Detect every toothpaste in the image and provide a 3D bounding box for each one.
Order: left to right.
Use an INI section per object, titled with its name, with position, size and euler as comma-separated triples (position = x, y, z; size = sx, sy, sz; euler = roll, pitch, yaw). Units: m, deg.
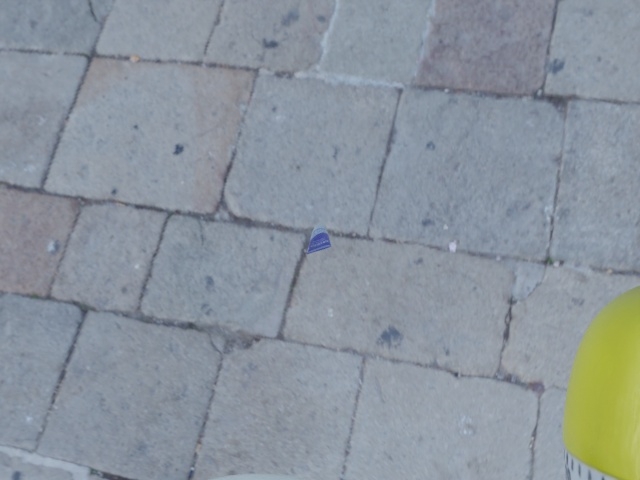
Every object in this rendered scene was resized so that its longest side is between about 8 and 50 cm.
[toothpaste]
position = 0.000, 0.000, 0.713
size = 0.024, 0.083, 0.015
euler = -17, 102, 6

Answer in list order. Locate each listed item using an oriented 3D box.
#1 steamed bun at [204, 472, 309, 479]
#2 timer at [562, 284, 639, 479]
[steamed bun]
position = -0.070, 0.362, 0.669
size = 0.325, 0.206, 0.324
euler = 1, 44, -1
[timer]
position = 0.297, 0.082, 0.489
size = 0.285, 0.285, 0.285
euler = -4, 66, 9
